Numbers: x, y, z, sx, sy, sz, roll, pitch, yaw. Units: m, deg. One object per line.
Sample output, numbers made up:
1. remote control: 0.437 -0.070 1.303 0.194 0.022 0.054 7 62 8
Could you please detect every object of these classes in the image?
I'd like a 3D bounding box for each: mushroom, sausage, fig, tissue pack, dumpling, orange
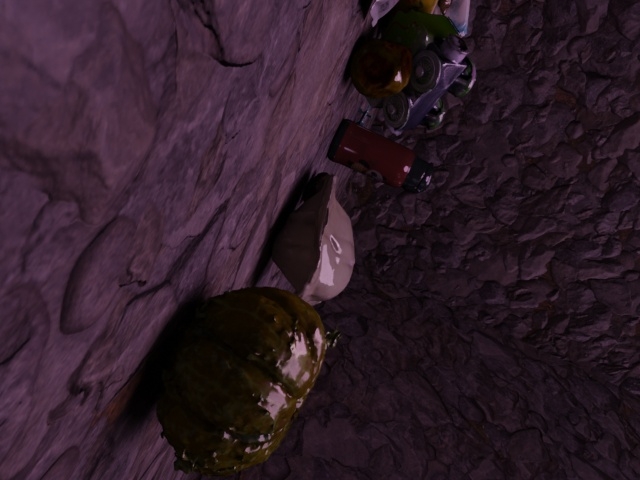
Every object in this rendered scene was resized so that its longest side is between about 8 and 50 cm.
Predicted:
1. mushroom: -0.012 -0.153 1.508 0.123 0.052 0.123 -57 169 -18
2. sausage: 0.244 -0.629 1.363 0.347 0.123 0.123 106 10 -72
3. fig: 0.141 -0.409 1.206 0.154 0.144 0.166 -41 -175 -16
4. tissue pack: 0.355 -0.726 1.451 0.201 0.124 0.271 -108 -164 -69
5. dumpling: 0.000 0.000 1.306 0.315 0.233 0.395 128 -22 -71
6. orange: -0.125 0.209 0.784 0.301 0.223 0.300 -66 162 16

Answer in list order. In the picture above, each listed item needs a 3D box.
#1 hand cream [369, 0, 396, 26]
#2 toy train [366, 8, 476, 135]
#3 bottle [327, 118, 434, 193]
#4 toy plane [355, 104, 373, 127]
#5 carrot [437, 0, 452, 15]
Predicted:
1. hand cream: 0.192 -0.599 0.981 0.358 0.118 0.185 -58 -177 15
2. toy train: 0.247 -0.440 1.313 0.173 0.248 0.307 -11 157 -34
3. bottle: 0.200 -0.261 1.608 0.144 0.336 0.144 24 90 -87
4. toy plane: 0.152 -0.453 2.025 0.235 0.060 0.096 -61 166 23
5. carrot: 0.317 -0.751 1.270 0.070 0.070 0.342 -62 155 -45
